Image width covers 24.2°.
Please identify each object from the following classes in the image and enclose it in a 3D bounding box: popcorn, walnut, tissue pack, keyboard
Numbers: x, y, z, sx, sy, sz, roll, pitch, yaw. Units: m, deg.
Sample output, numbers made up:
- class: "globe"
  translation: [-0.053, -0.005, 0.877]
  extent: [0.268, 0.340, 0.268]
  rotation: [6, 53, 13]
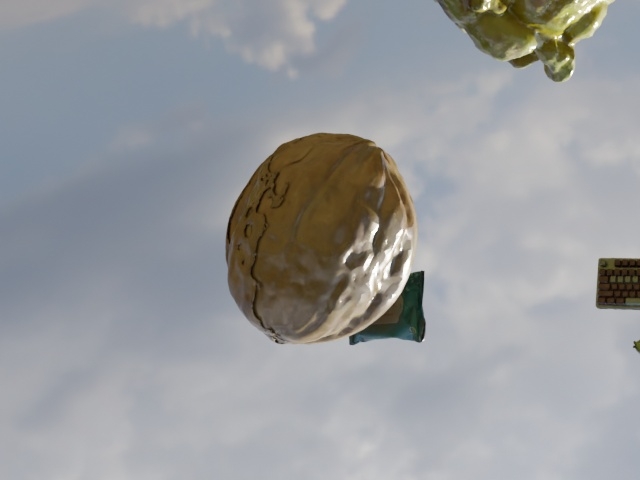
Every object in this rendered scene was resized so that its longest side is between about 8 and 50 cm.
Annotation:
- class: "popcorn"
  translation: [0.205, -0.302, 1.560]
  extent: [0.212, 0.259, 0.259]
  rotation: [10, -179, -37]
- class: "walnut"
  translation: [0.000, 0.000, 1.553]
  extent: [0.198, 0.245, 0.198]
  rotation: [22, -164, -7]
- class: "tissue pack"
  translation: [0.077, 0.079, 1.714]
  extent: [0.028, 0.085, 0.138]
  rotation: [2, 176, -40]
- class: "keyboard"
  translation: [0.347, 0.040, 1.424]
  extent: [0.166, 0.055, 0.017]
  rotation: [0, 159, 22]

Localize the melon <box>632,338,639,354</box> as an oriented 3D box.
- class: "melon"
  translation: [0.574, 0.116, 1.975]
  extent: [0.265, 0.129, 0.169]
  rotation: [-44, -132, 4]
